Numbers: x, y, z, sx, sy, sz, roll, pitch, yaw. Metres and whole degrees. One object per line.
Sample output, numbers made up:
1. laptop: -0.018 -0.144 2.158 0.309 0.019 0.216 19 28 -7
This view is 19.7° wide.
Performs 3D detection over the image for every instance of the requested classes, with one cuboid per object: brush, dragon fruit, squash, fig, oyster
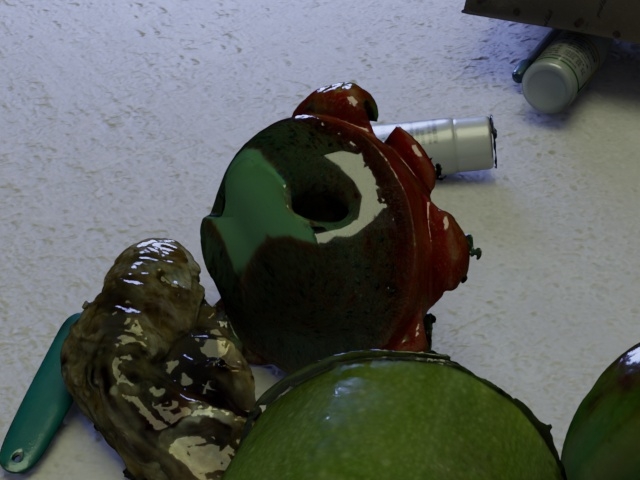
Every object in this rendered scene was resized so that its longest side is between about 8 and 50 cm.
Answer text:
1. brush: -0.234 0.137 1.615 0.043 0.032 0.193 14 46 8
2. dragon fruit: 0.000 0.000 1.629 0.130 0.268 0.295 -3 37 -38
3. squash: 0.018 0.281 1.229 0.263 0.263 0.384 8 37 10
4. fig: 0.287 0.166 1.470 0.191 0.181 0.181 -23 36 8
5. oyster: -0.124 0.107 1.571 0.166 0.094 0.294 -26 47 -23

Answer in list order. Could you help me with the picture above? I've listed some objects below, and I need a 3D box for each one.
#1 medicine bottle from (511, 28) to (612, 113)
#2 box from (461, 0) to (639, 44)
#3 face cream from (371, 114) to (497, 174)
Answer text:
1. medicine bottle: 0.273 -0.207 2.063 0.092 0.061 0.220 1 25 27
2. box: 0.334 -0.333 2.046 0.297 0.190 0.225 13 25 17
3. face cream: 0.061 -0.092 1.911 0.244 0.058 0.092 -5 41 3
